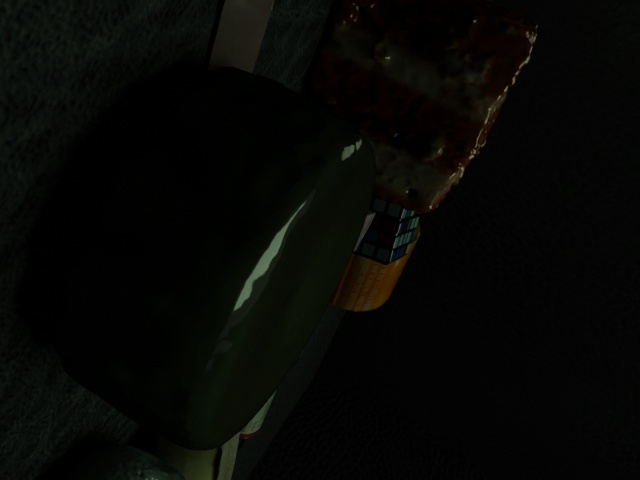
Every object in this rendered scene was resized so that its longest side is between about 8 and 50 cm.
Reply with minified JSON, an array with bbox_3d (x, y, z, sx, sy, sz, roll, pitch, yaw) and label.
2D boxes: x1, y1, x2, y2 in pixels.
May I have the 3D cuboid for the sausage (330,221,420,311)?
[{"bbox_3d":[0.127,0.034,1.763,0.233,0.233,0.287,-53,168,-42],"label":"sausage"}]

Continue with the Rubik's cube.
[{"bbox_3d":[0.125,-0.064,1.469,0.184,0.187,0.182,-17,124,-69],"label":"Rubik's cube"}]

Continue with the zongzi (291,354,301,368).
[{"bbox_3d":[-0.100,0.377,2.079,0.154,0.062,0.130,-61,-175,33],"label":"zongzi"}]

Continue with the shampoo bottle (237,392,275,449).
[{"bbox_3d":[-0.184,0.415,1.555,0.104,0.104,0.278,-48,164,-56],"label":"shampoo bottle"}]

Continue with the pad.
[{"bbox_3d":[-0.082,-0.205,0.634,0.113,0.006,0.187,-51,167,-54],"label":"pad"}]

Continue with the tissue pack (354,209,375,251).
[{"bbox_3d":[0.006,-0.042,1.148,0.092,0.148,0.246,-64,172,9],"label":"tissue pack"}]

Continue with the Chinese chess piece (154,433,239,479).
[{"bbox_3d":[-0.209,0.377,1.085,0.270,0.112,0.270,11,90,-89],"label":"Chinese chess piece"}]

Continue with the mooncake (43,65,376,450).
[{"bbox_3d":[-0.096,0.013,0.623,0.356,0.194,0.356,-58,166,-24],"label":"mooncake"}]

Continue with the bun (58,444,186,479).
[{"bbox_3d":[-0.287,0.437,0.791,0.354,0.194,0.354,-60,170,-18],"label":"bun"}]

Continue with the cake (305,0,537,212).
[{"bbox_3d":[0.146,-0.230,0.973,0.270,0.269,0.319,-45,160,-61],"label":"cake"}]
